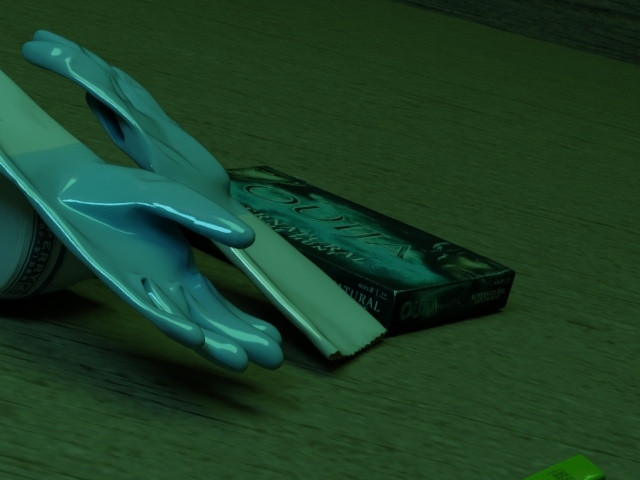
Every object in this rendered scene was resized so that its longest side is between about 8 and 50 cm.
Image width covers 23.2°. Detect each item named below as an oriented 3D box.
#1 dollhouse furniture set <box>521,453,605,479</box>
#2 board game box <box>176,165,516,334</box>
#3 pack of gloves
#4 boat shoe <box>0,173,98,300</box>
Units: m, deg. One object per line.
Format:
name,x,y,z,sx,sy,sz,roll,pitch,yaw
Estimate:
dollhouse furniture set,0.080,0.123,0.513,0.151,0.059,0.076,-17,38,-28
board game box,0.000,0.000,0.874,0.186,0.026,0.126,24,18,32
pack of gloves,-0.072,-0.036,0.705,0.232,0.046,0.195,44,18,13
boat shoe,-0.194,-0.053,0.758,0.267,0.096,0.088,27,14,34
